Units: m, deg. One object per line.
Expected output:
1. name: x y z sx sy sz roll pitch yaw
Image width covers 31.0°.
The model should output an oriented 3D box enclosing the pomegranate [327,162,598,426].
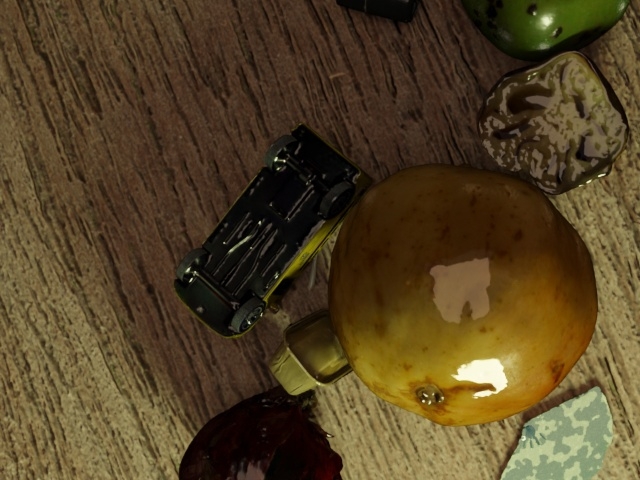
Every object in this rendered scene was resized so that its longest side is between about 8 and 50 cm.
1. pomegranate: 0.198 0.051 1.637 0.410 0.410 0.410 0 90 10

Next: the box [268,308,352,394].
1. box: -0.003 0.168 1.755 0.111 0.177 0.111 6 104 25

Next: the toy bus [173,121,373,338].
1. toy bus: -0.069 -0.006 1.767 0.145 0.151 0.331 41 97 17

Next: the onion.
1. onion: -0.072 0.369 1.744 0.281 0.281 0.221 58 142 6

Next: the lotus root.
1. lotus root: 0.342 -0.167 1.687 0.199 0.180 0.188 -22 89 16

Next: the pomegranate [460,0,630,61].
1. pomegranate: 0.309 -0.394 1.622 0.291 0.323 0.290 3 105 11

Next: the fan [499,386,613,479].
1. fan: 0.359 0.326 1.762 0.131 0.009 0.240 43 97 7

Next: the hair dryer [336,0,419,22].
1. hair dryer: 0.112 -0.453 1.792 0.124 0.071 0.219 15 84 8

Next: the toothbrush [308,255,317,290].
1. toothbrush: 0.000 0.000 1.827 0.017 0.014 0.162 8 89 17
